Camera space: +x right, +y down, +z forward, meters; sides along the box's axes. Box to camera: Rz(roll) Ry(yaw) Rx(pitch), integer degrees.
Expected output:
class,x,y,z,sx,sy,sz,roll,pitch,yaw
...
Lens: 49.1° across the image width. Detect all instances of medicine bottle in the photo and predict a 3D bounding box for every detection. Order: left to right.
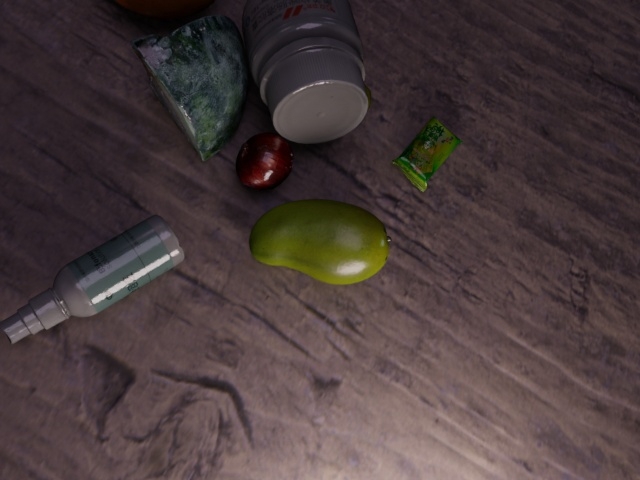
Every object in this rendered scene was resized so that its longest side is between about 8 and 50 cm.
class,x,y,z,sx,sy,sz,roll,pitch,yaw
medicine bottle,-0.434,0.081,1.334,0.352,0.110,0.110,-33,83,-21
medicine bottle,-0.029,-0.385,1.490,0.245,0.245,0.306,-6,62,-15

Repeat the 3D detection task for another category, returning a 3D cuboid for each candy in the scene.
class,x,y,z,sx,sy,sz,roll,pitch,yaw
candy,0.252,-0.206,1.638,0.102,0.032,0.178,41,68,1

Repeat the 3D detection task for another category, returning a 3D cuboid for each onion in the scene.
class,x,y,z,sx,sy,sz,roll,pitch,yaw
onion,-0.119,-0.167,1.481,0.131,0.131,0.131,4,72,-13

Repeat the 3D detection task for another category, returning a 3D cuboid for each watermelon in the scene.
class,x,y,z,sx,sy,sz,roll,pitch,yaw
watermelon,-0.271,-0.361,1.476,0.320,0.214,0.289,47,60,-45

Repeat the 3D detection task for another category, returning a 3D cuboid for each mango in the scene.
class,x,y,z,sx,sy,sz,roll,pitch,yaw
mango,0.000,0.000,1.458,0.293,0.143,0.175,6,77,-1

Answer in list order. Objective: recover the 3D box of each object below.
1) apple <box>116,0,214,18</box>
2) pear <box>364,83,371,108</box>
class,x,y,z,sx,sy,sz,roll,pitch,yaw
apple,-0.358,-0.625,1.494,0.275,0.299,0.299,-5,73,5
pear,0.072,-0.318,1.606,0.097,0.092,0.092,-38,83,14
